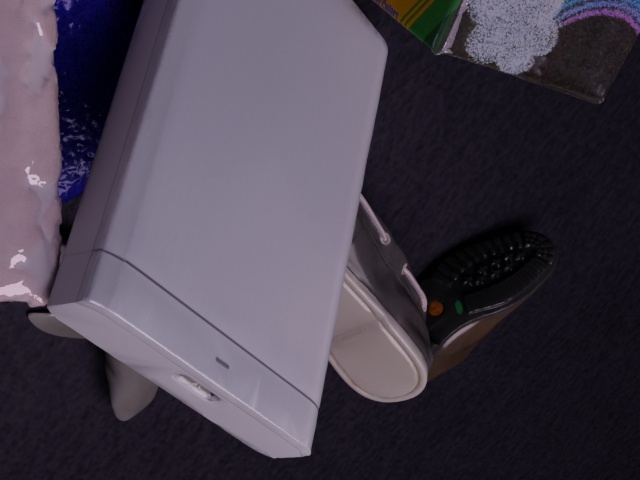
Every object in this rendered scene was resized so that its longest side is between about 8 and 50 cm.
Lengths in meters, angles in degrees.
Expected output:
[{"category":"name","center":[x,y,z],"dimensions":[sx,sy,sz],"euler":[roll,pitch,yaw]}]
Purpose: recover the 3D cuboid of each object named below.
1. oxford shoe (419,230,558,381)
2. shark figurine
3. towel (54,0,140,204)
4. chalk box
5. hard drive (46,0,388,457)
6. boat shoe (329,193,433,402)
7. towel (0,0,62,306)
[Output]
[{"category":"oxford shoe","center":[0.138,0.071,1.200],"dimensions":[0.227,0.083,0.096],"euler":[-34,150,-3]},{"category":"shark figurine","center":[-0.184,0.056,0.963],"dimensions":[0.166,0.116,0.278],"euler":[-47,135,5]},{"category":"towel","center":[-0.236,-0.137,0.811],"dimensions":[0.227,0.076,0.308],"euler":[-29,133,-9]},{"category":"chalk box","center":[0.167,-0.279,0.882],"dimensions":[0.180,0.179,0.289],"euler":[10,116,-35]},{"category":"hard drive","center":[-0.050,-0.059,0.835],"dimensions":[0.047,0.353,0.233],"euler":[-10,145,33]},{"category":"boat shoe","center":[0.000,0.000,1.044],"dimensions":[0.112,0.095,0.335],"euler":[-18,122,24]},{"category":"towel","center":[-0.304,-0.124,0.662],"dimensions":[0.317,0.053,0.332],"euler":[-1,93,-16]}]
